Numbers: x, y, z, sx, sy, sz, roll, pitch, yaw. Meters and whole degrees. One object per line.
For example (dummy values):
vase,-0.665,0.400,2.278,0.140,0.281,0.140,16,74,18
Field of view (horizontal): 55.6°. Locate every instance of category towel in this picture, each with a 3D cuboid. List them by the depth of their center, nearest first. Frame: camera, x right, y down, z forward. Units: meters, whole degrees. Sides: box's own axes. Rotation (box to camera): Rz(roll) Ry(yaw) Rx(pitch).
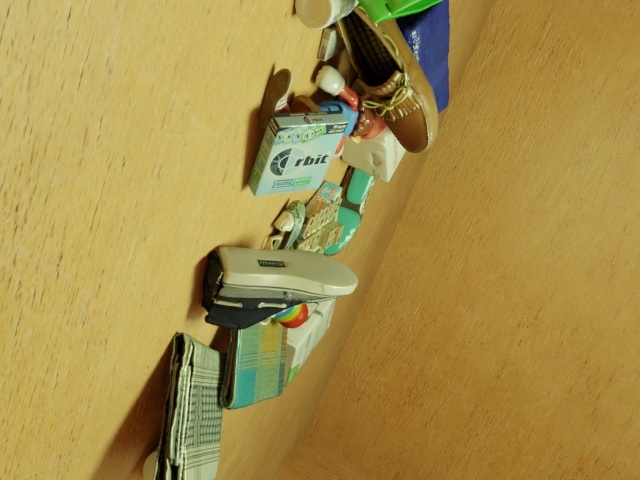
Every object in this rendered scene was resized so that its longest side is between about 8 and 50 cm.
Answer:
towel,-0.265,0.378,1.330,0.324,0.056,0.312,65,28,-71
towel,0.239,-0.410,1.444,0.227,0.076,0.308,-53,147,-37
towel,-0.162,0.293,1.602,0.370,0.040,0.271,30,64,-73

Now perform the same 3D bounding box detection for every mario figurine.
mario figurine,0.018,-0.283,1.383,0.198,0.170,0.320,-29,178,38

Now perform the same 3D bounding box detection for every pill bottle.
pill bottle,0.018,-0.438,1.103,0.137,0.078,0.078,-48,159,-47
pill bottle,-0.339,0.533,1.450,0.117,0.118,0.208,-63,166,-6

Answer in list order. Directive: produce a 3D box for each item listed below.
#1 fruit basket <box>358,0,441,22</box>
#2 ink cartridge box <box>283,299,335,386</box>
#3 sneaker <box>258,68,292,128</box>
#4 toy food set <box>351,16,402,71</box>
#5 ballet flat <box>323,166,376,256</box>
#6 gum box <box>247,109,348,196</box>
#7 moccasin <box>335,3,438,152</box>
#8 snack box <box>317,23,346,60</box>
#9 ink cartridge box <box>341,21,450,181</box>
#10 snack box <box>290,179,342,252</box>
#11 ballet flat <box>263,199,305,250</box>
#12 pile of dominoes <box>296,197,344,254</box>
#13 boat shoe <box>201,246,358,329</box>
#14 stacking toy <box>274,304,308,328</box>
fruit basket,0.160,-0.617,1.091,0.392,0.283,0.392,32,50,-47
ink cartridge box,-0.074,0.297,1.983,0.289,0.122,0.211,-49,160,-46
sneaker,-0.074,-0.269,1.143,0.067,0.042,0.118,-30,152,-60
toy food set,0.173,-0.569,1.449,0.306,0.092,0.219,-58,177,-16
ballet flat,0.083,-0.108,1.920,0.124,0.116,0.342,-159,-89,-85
gum box,-0.046,-0.171,1.201,0.157,0.041,0.184,-10,144,-32
moccasin,0.141,-0.345,1.280,0.147,0.139,0.380,-53,130,-37
snack box,0.048,-0.444,1.315,0.178,0.022,0.064,-47,160,-49
ink cartridge box,0.200,-0.395,1.669,0.384,0.160,0.279,-61,165,-12
snack box,-0.044,0.002,1.696,0.322,0.060,0.187,-55,164,-34
ballet flat,-0.095,-0.013,1.491,0.188,0.070,0.070,-69,166,6
pile of dominoes,0.000,0.000,1.644,0.251,0.040,0.196,-38,149,-61
boat shoe,-0.095,0.111,1.307,0.158,0.341,0.127,-65,-150,29
stacking toy,-0.105,0.149,1.525,0.141,0.141,0.330,-60,161,-15
